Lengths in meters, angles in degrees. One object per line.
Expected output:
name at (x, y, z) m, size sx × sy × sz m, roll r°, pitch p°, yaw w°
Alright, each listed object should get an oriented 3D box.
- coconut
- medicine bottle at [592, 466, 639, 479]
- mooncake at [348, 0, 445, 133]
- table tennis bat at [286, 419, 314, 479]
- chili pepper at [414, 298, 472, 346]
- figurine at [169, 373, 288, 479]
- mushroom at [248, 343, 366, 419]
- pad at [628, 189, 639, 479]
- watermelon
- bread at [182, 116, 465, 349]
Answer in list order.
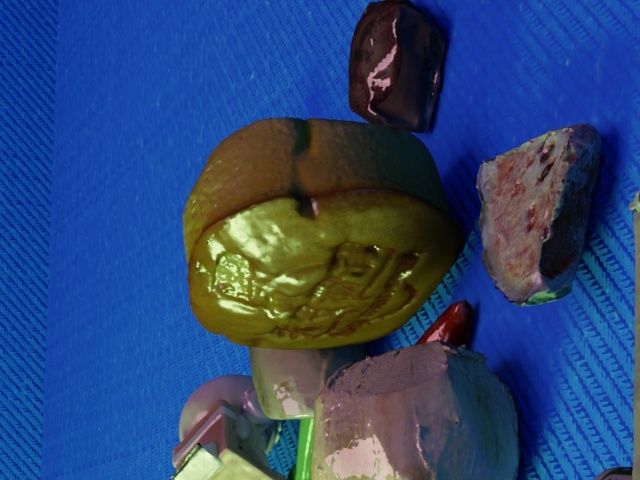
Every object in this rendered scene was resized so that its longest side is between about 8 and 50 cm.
coconut at (0.078, 0.191, 1.419) m, size 0.194 × 0.194 × 0.194 m, roll -175°, pitch 90°, yaw -69°
medicine bottle at (0.263, 0.171, 1.114) m, size 0.220 × 0.061 × 0.092 m, roll -12°, pitch 55°, yaw 67°
mooncake at (0.069, -0.178, 1.667) m, size 0.125 × 0.073 × 0.130 m, roll -139°, pitch 58°, yaw -66°
table tennis bat at (-0.015, 0.287, 1.830) m, size 0.160 × 0.039 × 0.257 m, roll -127°, pitch 41°, yaw -65°
chili pepper at (0.089, 0.178, 1.548) m, size 0.063 × 0.071 × 0.272 m, roll -14°, pitch -61°, yaw -71°
figurine at (-0.096, 0.237, 1.916) m, size 0.162 × 0.141 × 0.237 m, roll -53°, pitch 15°, yaw 17°
mushroom at (-0.024, 0.088, 1.772) m, size 0.350 × 0.128 × 0.128 m, roll -110°, pitch 33°, yaw -52°
pad at (0.257, 0.047, 1.127) m, size 0.159 × 0.009 × 0.265 m, roll -42°, pitch 36°, yaw 53°
watermelon at (0.191, -0.030, 1.335) m, size 0.187 × 0.071 × 0.139 m, roll -97°, pitch 30°, yaw -48°
bread at (0.000, 0.000, 1.559) m, size 0.270 × 0.269 × 0.148 m, roll 122°, pitch 148°, yaw -49°
